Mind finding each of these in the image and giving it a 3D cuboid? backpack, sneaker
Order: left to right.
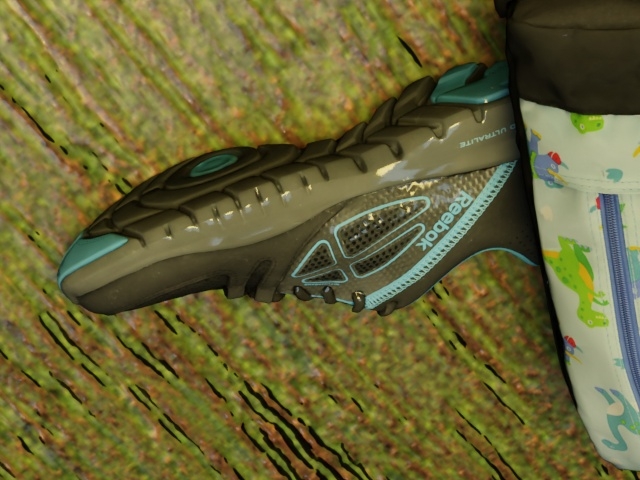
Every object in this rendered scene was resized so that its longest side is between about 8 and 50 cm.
[{"bbox_3d":[0.000,0.000,0.806,0.341,0.125,0.139,-17,113,1],"label":"sneaker"},{"bbox_3d":[0.248,-0.009,0.755,0.273,0.290,0.355,15,124,23],"label":"backpack"}]
